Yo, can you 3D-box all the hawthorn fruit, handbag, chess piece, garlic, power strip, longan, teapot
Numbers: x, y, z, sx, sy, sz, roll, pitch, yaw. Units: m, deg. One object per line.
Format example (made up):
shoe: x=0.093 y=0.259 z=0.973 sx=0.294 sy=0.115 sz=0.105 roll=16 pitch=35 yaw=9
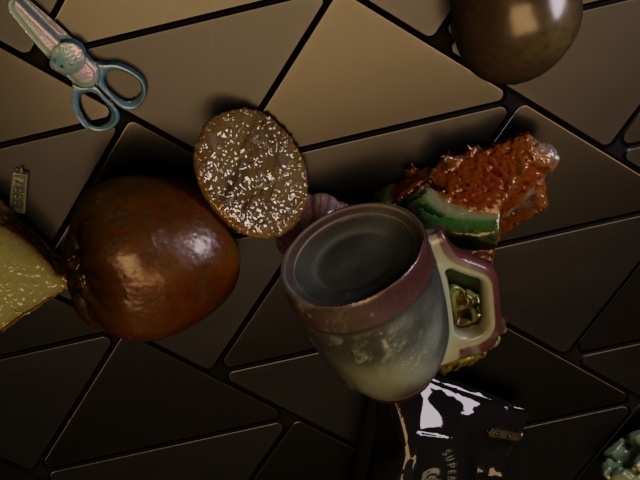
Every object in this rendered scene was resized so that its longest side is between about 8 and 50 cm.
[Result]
hawthorn fruit: x=-0.251 y=0.022 z=1.857 sx=0.301 sy=0.268 sz=0.267 roll=-19 pitch=117 yaw=-25
handbag: x=0.211 y=0.402 z=2.077 sx=0.288 sy=0.152 sz=0.342 roll=7 pitch=102 yaw=-14
chess piece: x=0.653 y=0.493 z=2.157 sx=0.195 sy=0.194 sz=0.299 roll=-39 pitch=101 yaw=14
garlic: x=0.000 y=0.000 z=1.941 sx=0.147 sy=0.102 sz=0.159 roll=-8 pitch=115 yaw=0
power strip: x=-0.497 y=-0.083 z=1.930 sx=0.027 sy=0.017 sz=0.083 roll=7 pitch=115 yaw=-7
longan: x=0.292 y=-0.341 z=1.751 sx=0.197 sy=0.196 sz=0.220 roll=0 pitch=110 yaw=-2
teapot: x=0.132 y=0.112 z=1.851 sx=0.315 sy=0.233 sz=0.312 roll=-19 pitch=130 yaw=6

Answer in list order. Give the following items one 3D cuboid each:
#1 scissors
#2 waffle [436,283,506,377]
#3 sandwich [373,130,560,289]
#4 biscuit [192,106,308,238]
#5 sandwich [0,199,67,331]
scissors: x=-0.392 y=-0.286 z=1.834 sx=0.125 sy=0.030 sz=0.256 roll=-38 pitch=113 yaw=15
waffle: x=0.200 y=0.150 z=2.017 sx=0.208 sy=0.054 sz=0.214 roll=31 pitch=131 yaw=-23
sandwich: x=0.260 y=-0.052 z=1.896 sx=0.250 sy=0.162 sz=0.301 roll=39 pitch=110 yaw=-22
biscuit: x=-0.108 y=-0.107 z=1.849 sx=0.220 sy=0.219 sz=0.033 roll=43 pitch=143 yaw=-19
sandwich: x=-0.574 y=0.057 z=1.948 sx=0.251 sy=0.087 sz=0.226 roll=-35 pitch=124 yaw=13
